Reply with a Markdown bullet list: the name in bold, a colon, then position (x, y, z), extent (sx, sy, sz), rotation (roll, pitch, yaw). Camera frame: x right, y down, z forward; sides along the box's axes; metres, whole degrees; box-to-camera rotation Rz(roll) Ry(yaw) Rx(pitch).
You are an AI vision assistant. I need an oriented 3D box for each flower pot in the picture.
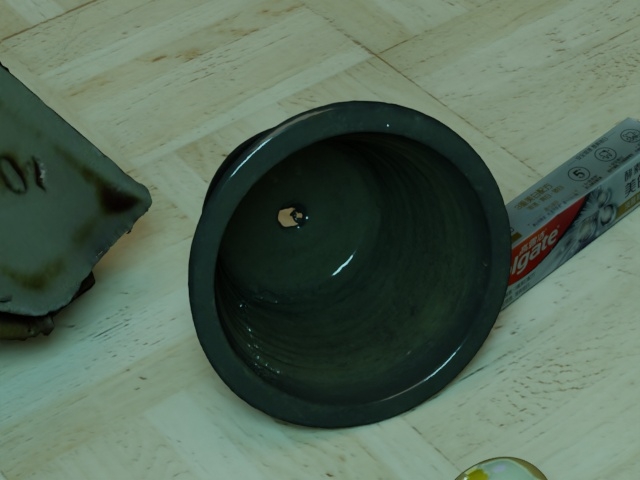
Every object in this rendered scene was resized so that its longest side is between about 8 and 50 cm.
- **flower pot**: position (0.000, 0.000, 1.283), extent (0.235, 0.235, 0.148), rotation (-18, 23, -14)

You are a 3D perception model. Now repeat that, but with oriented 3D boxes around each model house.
- **model house**: position (-0.349, 0.002, 1.303), extent (0.282, 0.297, 0.317), rotation (-18, 25, 39)

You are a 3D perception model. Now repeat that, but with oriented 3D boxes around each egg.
- **egg**: position (0.116, 0.173, 1.150), extent (0.071, 0.071, 0.083), rotation (18, 42, 25)

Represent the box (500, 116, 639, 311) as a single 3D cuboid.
- **box**: position (0.184, -0.019, 1.380), extent (0.218, 0.055, 0.039), rotation (-34, 46, -30)
